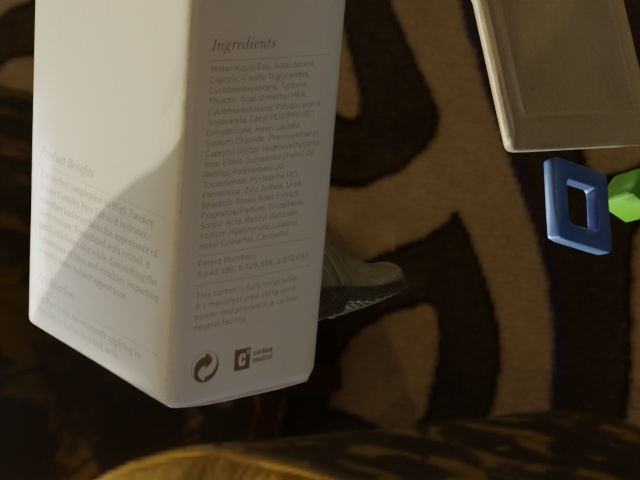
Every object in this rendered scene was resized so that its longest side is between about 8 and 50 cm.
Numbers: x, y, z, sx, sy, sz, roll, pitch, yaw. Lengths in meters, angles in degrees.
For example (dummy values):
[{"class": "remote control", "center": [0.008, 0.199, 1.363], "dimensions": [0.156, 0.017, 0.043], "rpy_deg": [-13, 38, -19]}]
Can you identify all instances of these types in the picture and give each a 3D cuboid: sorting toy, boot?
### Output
[{"class": "sorting toy", "center": [0.173, -0.156, 1.094], "dimensions": [0.047, 0.196, 0.348], "rpy_deg": [-18, 80, 45]}, {"class": "boot", "center": [0.000, 0.000, 1.494], "dimensions": [0.083, 0.246, 0.161], "rpy_deg": [-22, 85, 30]}]

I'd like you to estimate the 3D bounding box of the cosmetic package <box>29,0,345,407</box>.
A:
[{"class": "cosmetic package", "center": [-0.057, -0.060, 0.594], "dimensions": [0.117, 0.085, 0.231], "rpy_deg": [23, 113, 44]}]
